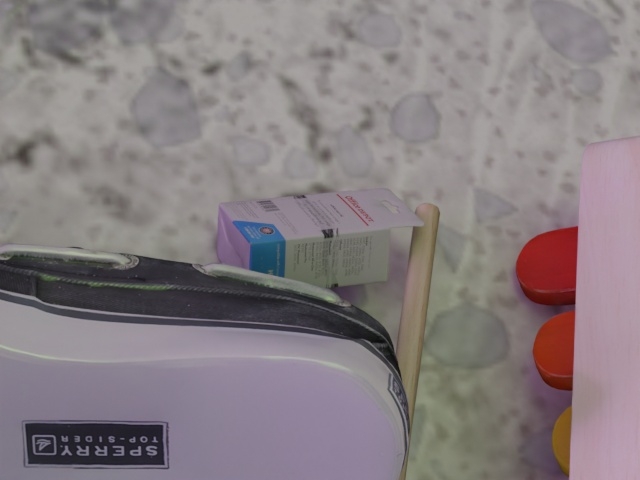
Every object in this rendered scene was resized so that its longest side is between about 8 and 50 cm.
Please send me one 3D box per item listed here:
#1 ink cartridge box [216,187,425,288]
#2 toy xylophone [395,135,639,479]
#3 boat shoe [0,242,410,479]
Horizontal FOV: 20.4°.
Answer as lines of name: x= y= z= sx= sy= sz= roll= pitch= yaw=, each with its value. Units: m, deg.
ink cartridge box: x=0.000 y=0.000 z=0.800 sx=0.083 sy=0.028 sz=0.048 roll=-6 pitch=25 yaw=-20
toy xylophone: x=0.143 y=0.064 z=0.746 sx=0.236 sy=0.081 sz=0.323 roll=-1 pitch=51 yaw=26
boat shoe: x=-0.115 y=0.047 z=0.712 sx=0.301 sy=0.108 sz=0.102 roll=3 pitch=25 yaw=-1
